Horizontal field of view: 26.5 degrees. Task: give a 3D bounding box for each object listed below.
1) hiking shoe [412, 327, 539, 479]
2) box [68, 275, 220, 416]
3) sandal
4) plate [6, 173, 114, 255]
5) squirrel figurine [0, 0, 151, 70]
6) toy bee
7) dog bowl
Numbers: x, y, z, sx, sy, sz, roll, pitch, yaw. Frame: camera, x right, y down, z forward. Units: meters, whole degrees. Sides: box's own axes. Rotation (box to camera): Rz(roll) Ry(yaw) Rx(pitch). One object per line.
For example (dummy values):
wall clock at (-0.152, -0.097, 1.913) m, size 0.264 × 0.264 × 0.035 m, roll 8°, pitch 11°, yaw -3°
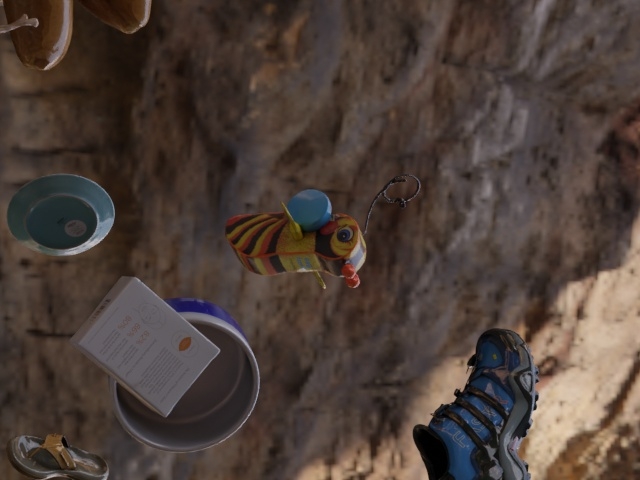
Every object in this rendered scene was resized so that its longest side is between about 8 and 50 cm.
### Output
hiking shoe at (0.178, 0.212, 1.596) m, size 0.304 × 0.132 × 0.113 m, roll -79°, pitch -174°, yaw -46°
box at (-0.259, 0.154, 1.993) m, size 0.130 × 0.170 × 0.091 m, roll -51°, pitch -165°, yaw -13°
sandal at (-0.370, 0.306, 1.939) m, size 0.049 × 0.180 × 0.072 m, roll -47°, pitch -134°, yaw 22°
plate at (-0.457, -0.038, 2.393) m, size 0.188 × 0.188 × 0.024 m, roll -60°, pitch -152°, yaw 32°
squirrel figurine at (-0.327, -0.350, 1.253) m, size 0.370 × 0.281 × 0.397 m, roll -53°, pitch 152°, yaw -75°
toy bee at (0.000, 0.000, 2.070) m, size 0.298 × 0.195 × 0.162 m, roll -28°, pitch -133°, yaw 25°
dog bowl at (-0.247, 0.239, 2.427) m, size 0.104 × 0.264 × 0.265 m, roll -121°, pitch -135°, yaw -66°
